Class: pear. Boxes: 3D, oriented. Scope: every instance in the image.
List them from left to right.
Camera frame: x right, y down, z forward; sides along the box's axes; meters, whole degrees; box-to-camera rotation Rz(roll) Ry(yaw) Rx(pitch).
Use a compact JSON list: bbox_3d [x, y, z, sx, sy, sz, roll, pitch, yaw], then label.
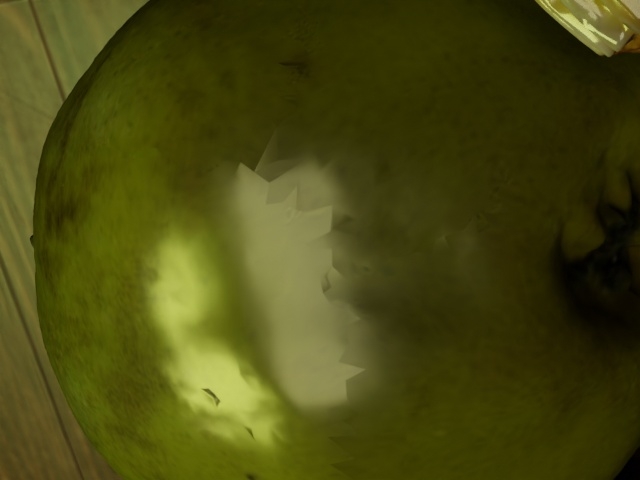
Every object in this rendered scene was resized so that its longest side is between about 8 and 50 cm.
[{"bbox_3d":[0.000,0.000,0.670,0.375,0.287,0.287,0,116,39],"label":"pear"}]

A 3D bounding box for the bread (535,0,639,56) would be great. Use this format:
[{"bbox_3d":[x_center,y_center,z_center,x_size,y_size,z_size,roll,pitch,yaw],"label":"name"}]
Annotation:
[{"bbox_3d":[0.144,-0.167,0.525,0.133,0.250,0.179,45,132,3],"label":"bread"}]
